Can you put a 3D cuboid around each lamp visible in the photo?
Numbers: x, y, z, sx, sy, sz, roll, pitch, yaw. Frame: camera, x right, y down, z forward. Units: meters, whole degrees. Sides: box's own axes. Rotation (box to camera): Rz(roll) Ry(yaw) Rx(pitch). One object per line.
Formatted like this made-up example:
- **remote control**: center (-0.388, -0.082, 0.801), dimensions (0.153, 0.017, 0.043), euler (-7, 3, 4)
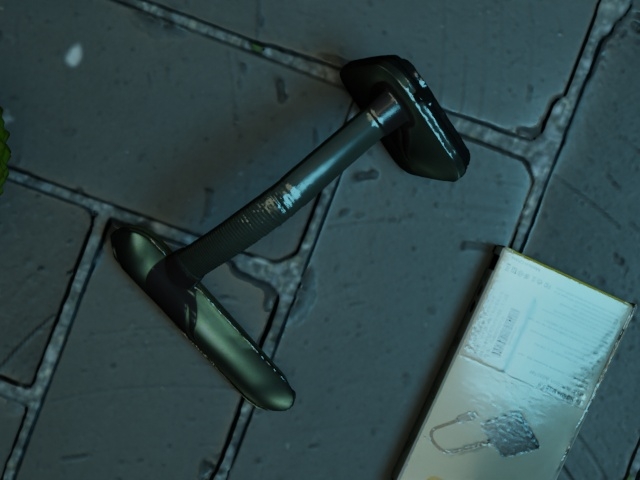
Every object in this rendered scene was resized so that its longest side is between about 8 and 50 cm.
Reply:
- **lamp**: center (0.000, 0.003, 1.496), dimensions (0.283, 0.124, 0.203), euler (-37, 108, 0)

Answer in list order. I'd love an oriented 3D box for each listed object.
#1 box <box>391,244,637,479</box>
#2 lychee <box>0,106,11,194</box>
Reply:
- **box**: center (0.156, 0.138, 1.567), dimensions (0.129, 0.033, 0.247), euler (25, 91, -9)
- **lychee**: center (-0.371, -0.067, 1.373), dimensions (0.270, 0.320, 0.269), euler (-1, 91, -27)
